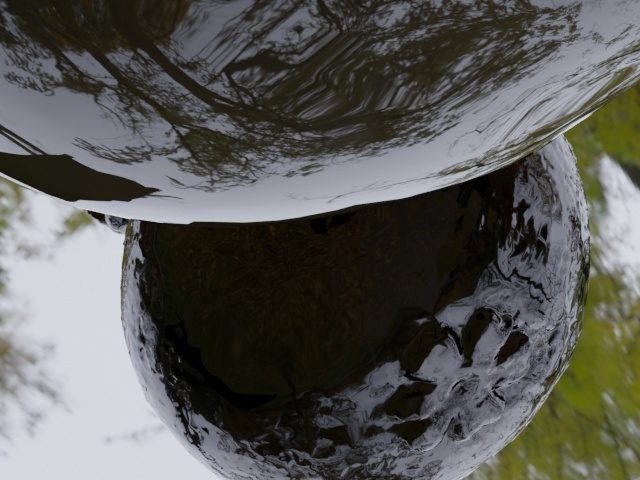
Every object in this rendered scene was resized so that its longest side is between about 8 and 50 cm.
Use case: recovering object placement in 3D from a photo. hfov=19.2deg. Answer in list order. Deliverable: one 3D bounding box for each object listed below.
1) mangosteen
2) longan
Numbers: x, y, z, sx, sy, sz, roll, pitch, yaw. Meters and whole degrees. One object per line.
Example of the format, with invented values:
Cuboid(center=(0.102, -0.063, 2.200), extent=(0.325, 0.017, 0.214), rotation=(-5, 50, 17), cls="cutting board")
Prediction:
Cuboid(center=(0.015, 0.008, 1.118), extent=(0.297, 0.297, 0.293), rotation=(-38, -155, 2), cls="mangosteen")
Cuboid(center=(-0.020, -0.185, 0.486), extent=(0.361, 0.361, 0.361), rotation=(-10, -118, 19), cls="longan")
